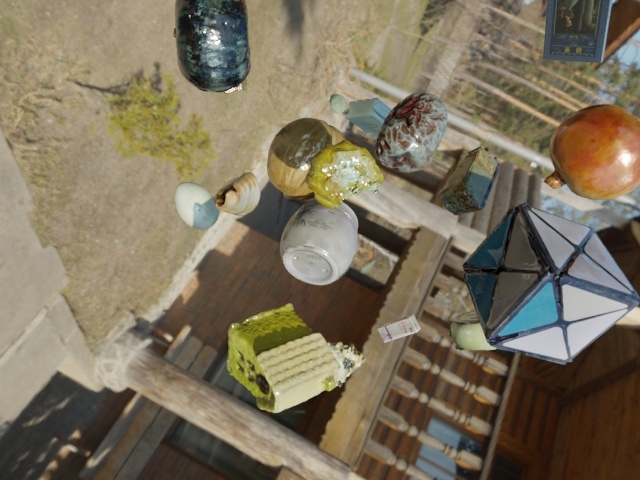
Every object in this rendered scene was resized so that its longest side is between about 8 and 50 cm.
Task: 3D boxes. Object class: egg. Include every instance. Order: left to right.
[{"bbox_3d":[-0.491,-0.138,2.033,0.151,0.209,0.151,-28,-156,13],"label":"egg"}]

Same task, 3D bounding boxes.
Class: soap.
[{"bbox_3d":[0.254,-0.514,2.237,0.265,0.159,0.088,23,79,-46],"label":"soap"}]

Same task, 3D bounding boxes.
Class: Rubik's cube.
[{"bbox_3d":[0.619,0.125,1.447,0.307,0.310,0.305,-94,-153,-47],"label":"Rubik's cube"}]

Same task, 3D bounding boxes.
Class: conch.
[{"bbox_3d":[-0.269,-0.132,1.678,0.158,0.127,0.255,-27,-164,18],"label":"conch"},{"bbox_3d":[0.070,-0.544,2.029,0.076,0.085,0.056,-40,-170,-19],"label":"conch"}]

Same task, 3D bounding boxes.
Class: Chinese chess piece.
[{"bbox_3d":[0.524,0.276,1.628,0.238,0.237,0.092,-21,99,-80],"label":"Chinese chess piece"}]

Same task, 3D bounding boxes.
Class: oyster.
[{"bbox_3d":[-0.016,0.414,1.746,0.107,0.354,0.201,-63,145,-61],"label":"oyster"}]

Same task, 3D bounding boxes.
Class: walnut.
[{"bbox_3d":[-0.052,-0.307,1.987,0.333,0.332,0.333,-62,173,-13],"label":"walnut"}]

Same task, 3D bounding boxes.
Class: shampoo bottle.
[{"bbox_3d":[0.000,0.000,1.871,0.273,0.273,0.266,109,1,-49],"label":"shampoo bottle"}]

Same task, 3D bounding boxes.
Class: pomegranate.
[{"bbox_3d":[0.731,-0.225,1.377,0.270,0.252,0.229,-43,174,24],"label":"pomegranate"}]

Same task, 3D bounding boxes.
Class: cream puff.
[{"bbox_3d":[0.057,-0.197,1.507,0.221,0.195,0.195,-22,162,-12],"label":"cream puff"}]

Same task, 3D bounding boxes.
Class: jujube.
[{"bbox_3d":[0.327,-0.383,1.832,0.317,0.226,0.226,-61,173,-29],"label":"jujube"}]

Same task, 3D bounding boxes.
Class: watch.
[{"bbox_3d":[-0.381,-0.649,2.103,0.268,0.164,0.102,-99,-163,-73],"label":"watch"}]

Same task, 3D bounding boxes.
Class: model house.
[{"bbox_3d":[-0.085,0.286,1.221,0.193,0.234,0.175,-15,119,-35],"label":"model house"}]

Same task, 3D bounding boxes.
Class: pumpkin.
[{"bbox_3d":[-0.233,-0.441,1.110,0.233,0.163,0.233,175,-90,-81],"label":"pumpkin"}]

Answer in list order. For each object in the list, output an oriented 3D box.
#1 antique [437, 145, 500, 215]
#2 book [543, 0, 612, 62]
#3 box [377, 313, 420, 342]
[{"bbox_3d":[0.584,-0.237,1.968,0.284,0.125,0.150,-55,-164,-26],"label":"antique"},{"bbox_3d":[0.823,-0.709,1.654,0.025,0.190,0.269,-44,137,-32],"label":"book"},{"bbox_3d":[0.228,0.256,1.497,0.117,0.051,0.036,-25,-179,33],"label":"box"}]
